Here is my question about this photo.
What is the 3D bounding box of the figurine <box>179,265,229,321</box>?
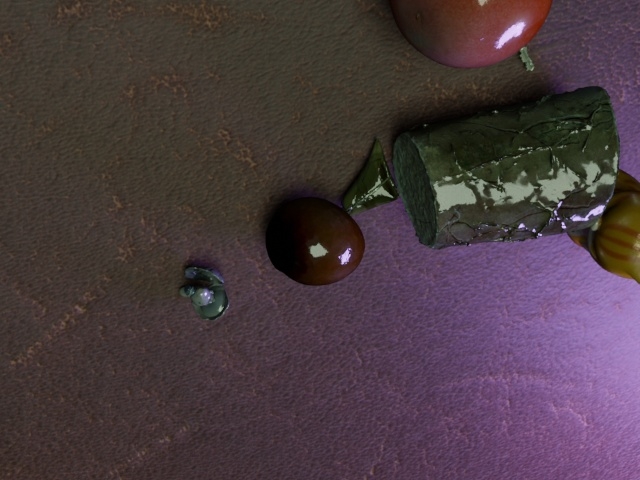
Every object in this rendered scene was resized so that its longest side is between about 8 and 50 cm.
[{"bbox_3d":[-0.206,0.087,1.647,0.086,0.094,0.082,45,56,-52],"label":"figurine"}]

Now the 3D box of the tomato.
[{"bbox_3d":[0.223,-0.389,1.442,0.224,0.256,0.256,-37,118,-23],"label":"tomato"}]

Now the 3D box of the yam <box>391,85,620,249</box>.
[{"bbox_3d":[0.312,-0.118,1.599,0.348,0.241,0.241,-11,115,-6],"label":"yam"}]

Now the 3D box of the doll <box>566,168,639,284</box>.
[{"bbox_3d":[0.533,-0.028,1.682,0.162,0.269,0.166,4,113,2],"label":"doll"}]

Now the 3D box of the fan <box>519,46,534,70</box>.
[{"bbox_3d":[0.279,-0.417,1.581,0.191,0.009,0.329,-36,114,6],"label":"fan"}]

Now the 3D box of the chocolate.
[{"bbox_3d":[0.000,0.000,1.612,0.177,0.177,0.177,-5,113,-11],"label":"chocolate"}]

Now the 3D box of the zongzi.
[{"bbox_3d":[0.072,-0.108,1.648,0.104,0.052,0.113,-21,102,3],"label":"zongzi"}]
